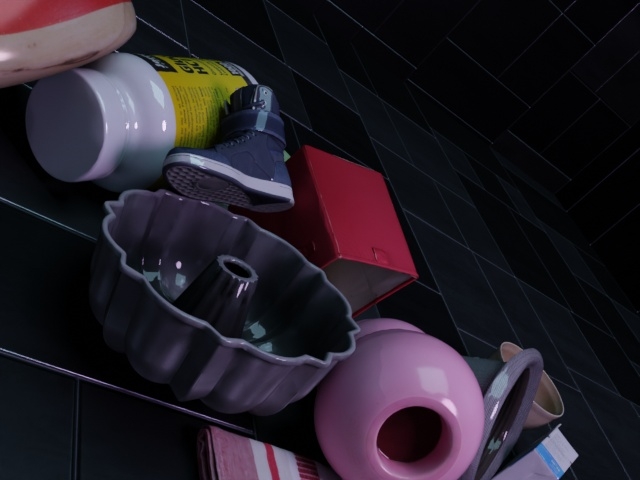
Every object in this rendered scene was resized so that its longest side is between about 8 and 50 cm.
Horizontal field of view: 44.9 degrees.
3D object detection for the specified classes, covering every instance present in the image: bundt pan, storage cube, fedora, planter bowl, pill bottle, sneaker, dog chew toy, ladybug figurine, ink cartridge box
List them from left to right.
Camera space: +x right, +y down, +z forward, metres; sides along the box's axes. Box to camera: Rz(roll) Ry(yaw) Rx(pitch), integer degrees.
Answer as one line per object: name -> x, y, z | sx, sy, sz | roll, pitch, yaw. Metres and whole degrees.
ladybug figurine -> -0.398, -0.278, 0.887 | 0.305, 0.162, 0.449 | 12, 27, 22
pill bottle -> -0.234, -0.167, 1.094 | 0.188, 0.188, 0.334 | 50, 28, 13
bundt pan -> -0.125, 0.080, 0.908 | 0.331, 0.124, 0.331 | 29, 18, -11
sneaker -> -0.122, -0.134, 1.009 | 0.226, 0.086, 0.163 | 14, 68, -57
storage cube -> 0.000, 0.000, 1.167 | 0.215, 0.183, 0.193 | 15, 49, -45
dog chew toy -> 0.086, 0.194, 1.017 | 0.206, 0.206, 0.332 | 40, 4, -12
fedora -> 0.230, 0.259, 1.186 | 0.124, 0.244, 0.275 | 23, 23, 26
planter bowl -> 0.348, 0.283, 1.418 | 0.162, 0.109, 0.162 | 36, 24, -19
ink cartridge box -> 0.364, 0.376, 1.295 | 0.060, 0.104, 0.180 | 53, 25, 18

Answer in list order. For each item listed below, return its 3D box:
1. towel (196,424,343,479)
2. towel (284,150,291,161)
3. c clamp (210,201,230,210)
towel -> 0.010, 0.345, 0.859 | 0.329, 0.037, 0.237 | 30, 25, -35
towel -> -0.046, -0.061, 1.400 | 0.325, 0.038, 0.248 | 46, 23, -15
c clamp -> -0.176, -0.098, 1.297 | 0.160, 0.022, 0.137 | 29, 28, -32
